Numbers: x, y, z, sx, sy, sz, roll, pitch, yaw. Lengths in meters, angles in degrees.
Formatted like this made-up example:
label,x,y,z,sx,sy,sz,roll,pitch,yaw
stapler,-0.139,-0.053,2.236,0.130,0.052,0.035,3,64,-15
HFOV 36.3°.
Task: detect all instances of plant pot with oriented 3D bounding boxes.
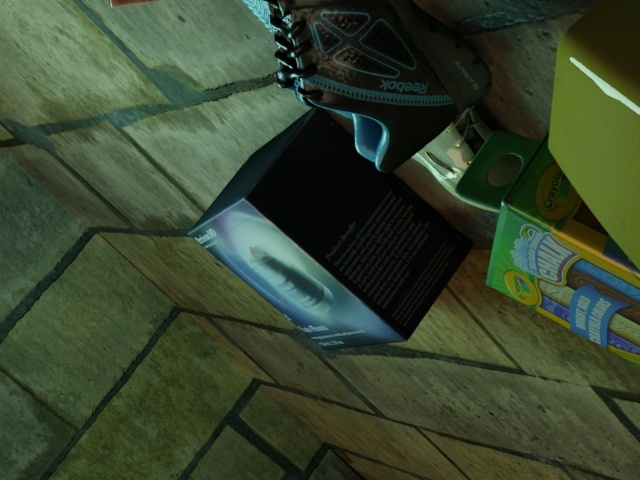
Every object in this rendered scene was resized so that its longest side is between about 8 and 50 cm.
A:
label,x,y,z,sx,sy,sz,roll,pitch,yaw
plant pot,0.287,-0.098,0.713,0.187,0.212,0.212,41,164,26

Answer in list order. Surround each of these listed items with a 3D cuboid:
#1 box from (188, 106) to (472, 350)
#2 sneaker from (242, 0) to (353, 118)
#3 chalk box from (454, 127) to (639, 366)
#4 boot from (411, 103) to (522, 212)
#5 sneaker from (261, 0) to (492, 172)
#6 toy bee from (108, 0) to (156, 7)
label,x,y,z,sx,sy,sz,roll,pitch,yaw
box,0.000,0.000,1.406,0.294,0.182,0.296,42,159,-10
sneaker,0.008,-0.222,1.016,0.087,0.092,0.228,11,143,56
chalk box,0.272,-0.023,0.914,0.289,0.180,0.179,29,159,17
boot,0.149,-0.126,1.031,0.213,0.077,0.165,36,160,20
sneaker,0.006,-0.183,0.803,0.341,0.139,0.125,39,-173,-34
toy bee,-0.237,-0.360,1.033,0.298,0.195,0.162,32,137,44
